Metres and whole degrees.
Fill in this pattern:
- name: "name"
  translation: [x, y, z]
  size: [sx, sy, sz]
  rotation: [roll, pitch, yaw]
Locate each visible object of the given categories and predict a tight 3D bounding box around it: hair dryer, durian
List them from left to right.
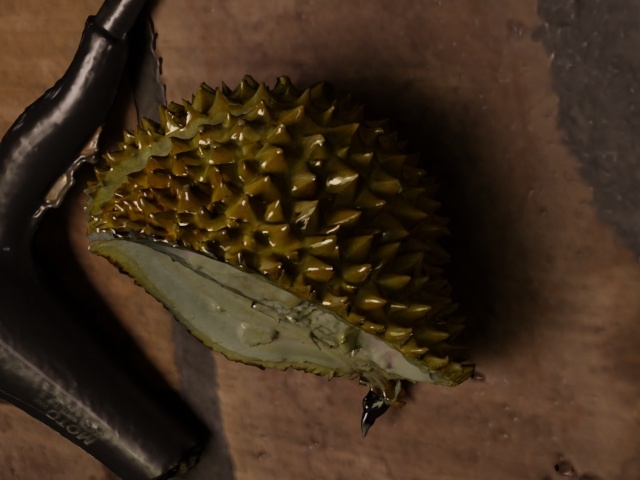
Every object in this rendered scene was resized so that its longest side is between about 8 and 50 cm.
- name: "hair dryer"
  translation: [-0.143, -0.031, 0.832]
  size: [0.303, 0.120, 0.359]
  rotation: [39, 116, 6]
- name: "durian"
  translation: [0.000, 0.000, 0.716]
  size: [0.193, 0.138, 0.237]
  rotation: [6, 152, 34]
